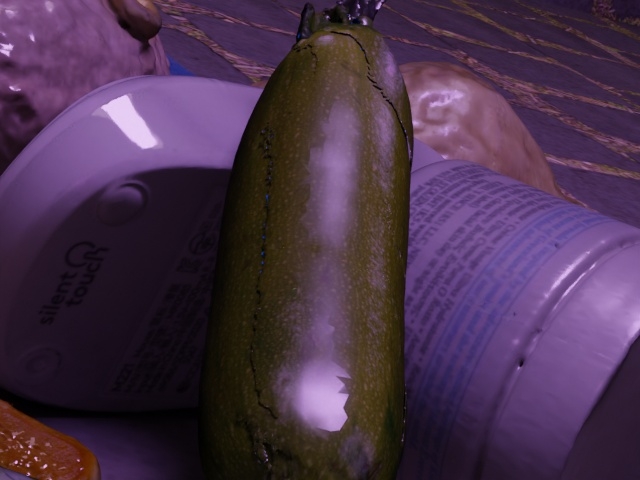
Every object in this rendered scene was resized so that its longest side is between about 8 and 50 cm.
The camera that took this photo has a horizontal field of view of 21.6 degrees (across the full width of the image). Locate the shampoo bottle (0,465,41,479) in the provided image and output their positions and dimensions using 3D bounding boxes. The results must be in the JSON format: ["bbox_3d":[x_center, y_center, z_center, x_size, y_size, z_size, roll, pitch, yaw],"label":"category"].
[{"bbox_3d":[-0.064,0.137,0.555,0.234,0.087,0.118,19,10,1],"label":"shampoo bottle"}]

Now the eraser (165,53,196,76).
[{"bbox_3d":[-0.202,-0.170,1.322,0.312,0.042,0.144,35,10,-18],"label":"eraser"}]

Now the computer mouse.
[{"bbox_3d":[-0.055,-0.004,0.863,0.297,0.184,0.121,5,38,-36],"label":"computer mouse"}]

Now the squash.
[{"bbox_3d":[-0.002,0.000,0.705,0.087,0.087,0.331,15,42,-10],"label":"squash"}]

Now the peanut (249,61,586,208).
[{"bbox_3d":[0.055,-0.052,1.197,0.291,0.159,0.143,8,-18,-31],"label":"peanut"}]

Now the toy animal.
[{"bbox_3d":[-0.223,-0.115,1.037,0.226,0.188,0.358,21,16,31],"label":"toy animal"}]

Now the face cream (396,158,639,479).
[{"bbox_3d":[0.093,0.065,0.802,0.153,0.177,0.177,27,18,32],"label":"face cream"}]

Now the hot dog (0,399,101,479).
[{"bbox_3d":[-0.191,0.073,0.704,0.216,0.047,0.066,23,31,16],"label":"hot dog"}]
